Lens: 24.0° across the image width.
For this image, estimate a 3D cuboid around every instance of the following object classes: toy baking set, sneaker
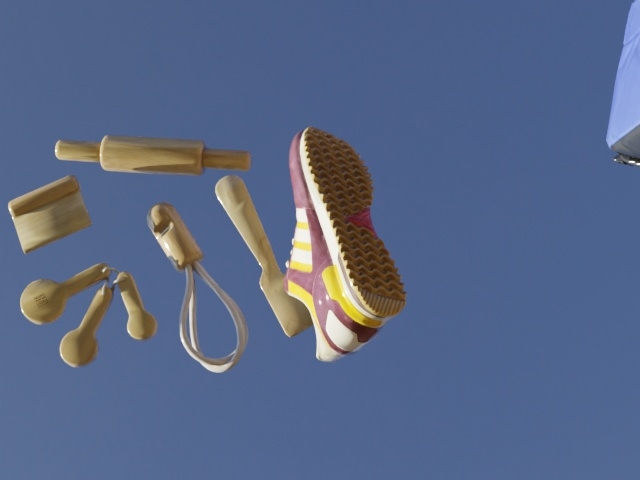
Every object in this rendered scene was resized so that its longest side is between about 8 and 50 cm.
[{"bbox_3d":[-0.124,0.008,1.189,0.256,0.197,0.030,0,-18,7],"label":"toy baking set"},{"bbox_3d":[0.000,0.000,1.112,0.069,0.185,0.084,18,-48,-35],"label":"sneaker"}]

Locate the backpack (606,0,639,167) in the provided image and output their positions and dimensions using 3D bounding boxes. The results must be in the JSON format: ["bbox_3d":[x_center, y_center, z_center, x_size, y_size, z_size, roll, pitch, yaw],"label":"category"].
[{"bbox_3d":[0.168,-0.065,0.491,0.120,0.098,0.101,11,-92,0],"label":"backpack"}]
